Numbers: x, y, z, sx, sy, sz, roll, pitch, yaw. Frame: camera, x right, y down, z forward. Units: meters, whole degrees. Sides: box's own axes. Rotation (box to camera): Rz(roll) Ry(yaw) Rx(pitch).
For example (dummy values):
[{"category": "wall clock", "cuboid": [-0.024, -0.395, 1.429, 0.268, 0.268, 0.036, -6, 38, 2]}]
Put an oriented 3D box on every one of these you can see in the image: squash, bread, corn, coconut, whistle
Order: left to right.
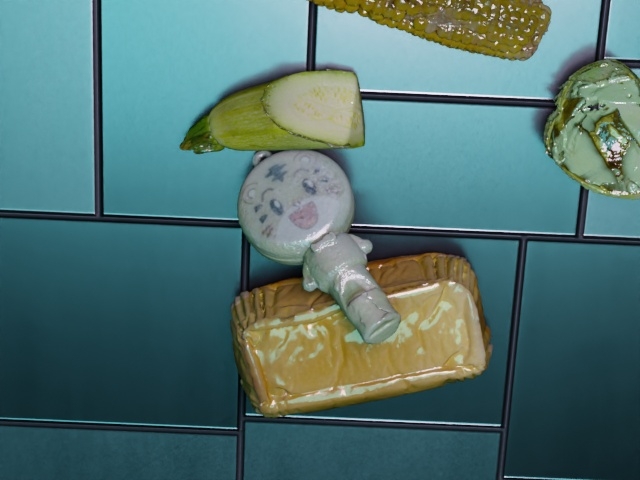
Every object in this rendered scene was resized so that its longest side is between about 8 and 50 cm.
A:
[{"category": "squash", "cuboid": [-0.055, -0.127, 1.384, 0.200, 0.075, 0.090, -8, 91, 4]}, {"category": "whistle", "cuboid": [0.000, 0.000, 1.379, 0.126, 0.067, 0.258, -34, 62, -3]}, {"category": "bread", "cuboid": [0.043, 0.107, 1.442, 0.288, 0.119, 0.153, -12, 105, 4]}, {"category": "corn", "cuboid": [0.077, -0.261, 1.331, 0.319, 0.097, 0.097, 18, 108, -7]}, {"category": "coconut", "cuboid": [0.300, -0.116, 1.396, 0.133, 0.055, 0.158, -13, 107, 6]}]
